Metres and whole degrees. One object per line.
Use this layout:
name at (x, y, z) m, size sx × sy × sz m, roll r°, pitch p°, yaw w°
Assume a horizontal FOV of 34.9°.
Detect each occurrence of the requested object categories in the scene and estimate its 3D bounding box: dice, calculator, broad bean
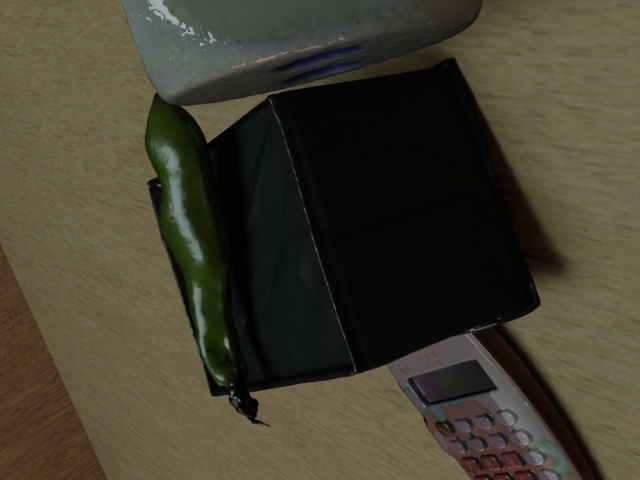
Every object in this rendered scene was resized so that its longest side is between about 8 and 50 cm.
dice at (-0.021, -0.249, 0.722) m, size 0.251 × 0.243 × 0.259 m, roll -64°, pitch -39°, yaw -85°
calculator at (0.195, 0.211, 1.133) m, size 0.329 × 0.048 × 0.220 m, roll 56°, pitch 150°, yaw -1°
broad bean at (-0.104, 0.014, 0.942) m, size 0.098 × 0.056 × 0.318 m, roll -12°, pitch 97°, yaw 57°

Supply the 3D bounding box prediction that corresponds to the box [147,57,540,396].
box at (0.001, 0.000, 1.016) m, size 0.345 × 0.204 × 0.251 m, roll -23°, pitch 83°, yaw 60°
